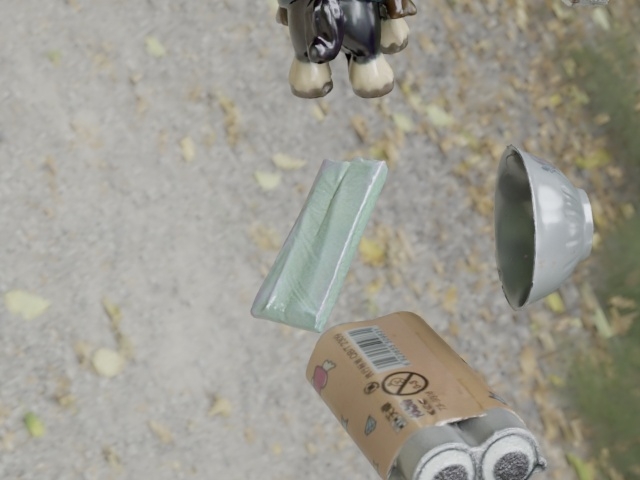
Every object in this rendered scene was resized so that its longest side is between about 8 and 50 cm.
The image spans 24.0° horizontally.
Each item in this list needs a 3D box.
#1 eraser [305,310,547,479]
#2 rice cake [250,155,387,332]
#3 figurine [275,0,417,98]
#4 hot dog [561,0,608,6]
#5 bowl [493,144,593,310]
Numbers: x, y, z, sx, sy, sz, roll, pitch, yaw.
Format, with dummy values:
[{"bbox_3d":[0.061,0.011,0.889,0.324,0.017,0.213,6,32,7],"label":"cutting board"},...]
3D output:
[{"bbox_3d":[0.108,0.180,1.661,0.171,0.290,0.087,-12,116,-17],"label":"eraser"},{"bbox_3d":[0.001,-0.001,1.614,0.222,0.080,0.042,-66,152,-29],"label":"rice cake"},{"bbox_3d":[0.003,-0.320,1.334,0.306,0.241,0.412,-68,155,-22],"label":"figurine"},{"bbox_3d":[0.229,-0.294,1.316,0.099,0.053,0.192,-126,-156,-59],"label":"hot dog"},{"bbox_3d":[0.256,-0.017,1.696,0.086,0.189,0.189,-4,65,-7],"label":"bowl"}]
